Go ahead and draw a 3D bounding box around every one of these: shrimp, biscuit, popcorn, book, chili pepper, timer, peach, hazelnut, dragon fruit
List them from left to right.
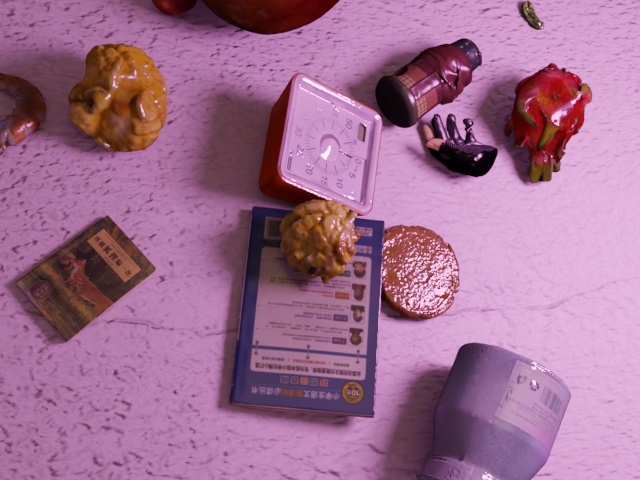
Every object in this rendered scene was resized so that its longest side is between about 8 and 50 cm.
[{"bbox_3d":[-0.662,-0.280,1.603,0.166,0.049,0.161,35,65,0],"label":"shrimp"},{"bbox_3d":[-0.468,0.074,1.551,0.228,0.024,0.160,-40,84,-22],"label":"book"},{"bbox_3d":[-0.430,-0.298,1.616,0.203,0.226,0.200,-13,33,19],"label":"popcorn"},{"bbox_3d":[-0.329,-0.562,1.752,0.101,0.101,0.100,4,71,-13],"label":"peach"},{"bbox_3d":[-0.125,-0.661,1.705,0.421,0.353,0.421,0,91,-9],"label":"hazelnut"},{"bbox_3d":[-0.019,0.145,1.619,0.300,0.039,0.428,7,71,-4],"label":"book"},{"bbox_3d":[-0.001,0.002,1.579,0.173,0.142,0.173,-2,101,-9],"label":"popcorn"},{"bbox_3d":[0.010,-0.195,1.696,0.250,0.161,0.257,15,69,-18],"label":"timer"},{"bbox_3d":[0.210,0.069,1.721,0.226,0.042,0.226,5,70,-14],"label":"biscuit"},{"bbox_3d":[0.559,-0.595,2.037,0.034,0.030,0.091,-24,81,-46],"label":"chili pepper"},{"bbox_3d":[0.550,-0.287,1.866,0.198,0.269,0.200,10,35,33],"label":"dragon fruit"}]

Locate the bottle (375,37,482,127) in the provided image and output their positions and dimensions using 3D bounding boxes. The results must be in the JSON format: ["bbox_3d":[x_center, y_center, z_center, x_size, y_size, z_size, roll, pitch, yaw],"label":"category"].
[{"bbox_3d":[0.265,-0.384,1.835,0.271,0.143,0.156,-36,45,-19],"label":"bottle"}]

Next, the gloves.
[{"bbox_3d":[0.316,-0.222,1.827,0.181,0.106,0.129,33,63,29],"label":"gloves"}]

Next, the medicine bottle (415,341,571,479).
[{"bbox_3d":[0.337,0.387,1.546,0.245,0.245,0.290,31,70,-3],"label":"medicine bottle"}]
